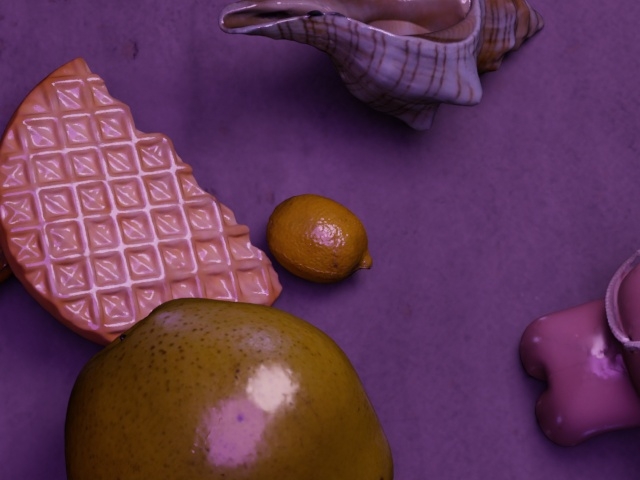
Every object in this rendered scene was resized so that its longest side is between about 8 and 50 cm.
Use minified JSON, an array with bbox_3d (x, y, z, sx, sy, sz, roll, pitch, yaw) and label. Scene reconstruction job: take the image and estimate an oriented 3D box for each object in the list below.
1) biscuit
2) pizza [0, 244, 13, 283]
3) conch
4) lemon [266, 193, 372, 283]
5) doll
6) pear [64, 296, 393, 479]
[{"bbox_3d":[-0.192,-0.010,1.569,0.309,0.040,0.204,48,64,-4],"label":"biscuit"},{"bbox_3d":[-0.417,-0.023,1.581,0.336,0.086,0.226,-15,69,-12],"label":"pizza"},{"bbox_3d":[0.080,-0.188,1.608,0.386,0.169,0.203,-24,36,-32],"label":"conch"},{"bbox_3d":[0.000,0.000,1.609,0.111,0.082,0.082,25,74,10],"label":"lemon"},{"bbox_3d":[0.319,0.091,1.509,0.216,0.268,0.284,-13,75,-10],"label":"doll"},{"bbox_3d":[-0.087,0.185,1.453,0.294,0.294,0.294,1,74,-4],"label":"pear"}]
